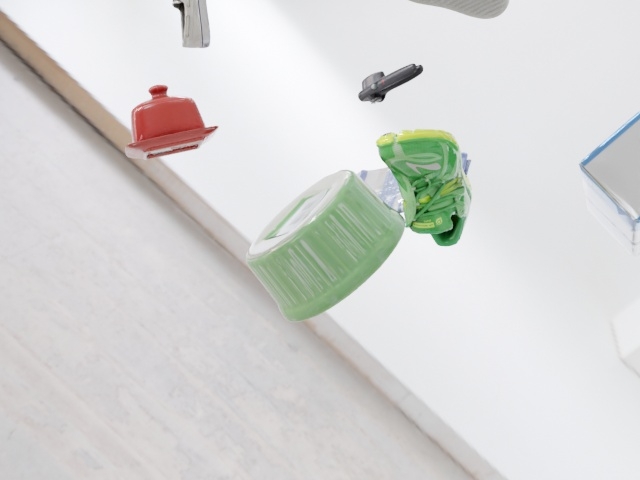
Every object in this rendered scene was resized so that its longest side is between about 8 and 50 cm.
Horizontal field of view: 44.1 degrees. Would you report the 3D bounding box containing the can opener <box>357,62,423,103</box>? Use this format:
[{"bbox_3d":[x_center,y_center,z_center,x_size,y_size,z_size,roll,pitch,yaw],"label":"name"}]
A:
[{"bbox_3d":[0.156,-0.366,1.819,0.059,0.186,0.073,-18,91,-41],"label":"can opener"}]

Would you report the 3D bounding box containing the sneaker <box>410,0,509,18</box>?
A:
[{"bbox_3d":[0.297,-0.668,1.972,0.366,0.135,0.150,24,44,-3],"label":"sneaker"}]

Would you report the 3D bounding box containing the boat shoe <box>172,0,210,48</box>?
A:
[{"bbox_3d":[-0.365,-0.658,2.164,0.088,0.267,0.096,-9,4,-19],"label":"boat shoe"}]

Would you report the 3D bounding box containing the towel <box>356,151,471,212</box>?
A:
[{"bbox_3d":[0.194,-0.125,1.814,0.209,0.285,0.034,-63,139,-51],"label":"towel"}]

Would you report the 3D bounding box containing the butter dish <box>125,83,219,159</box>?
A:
[{"bbox_3d":[-0.269,-0.212,1.367,0.160,0.160,0.118,177,-101,-77],"label":"butter dish"}]

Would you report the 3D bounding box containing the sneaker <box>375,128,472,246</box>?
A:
[{"bbox_3d":[0.172,-0.077,1.206,0.295,0.110,0.123,40,48,-54],"label":"sneaker"}]

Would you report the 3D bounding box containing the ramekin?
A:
[{"bbox_3d":[0.000,0.000,1.522,0.148,0.303,0.303,49,23,-14],"label":"ramekin"}]

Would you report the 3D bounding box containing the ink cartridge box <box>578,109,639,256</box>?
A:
[{"bbox_3d":[0.545,-0.112,1.259,0.129,0.223,0.307,51,9,22],"label":"ink cartridge box"}]
